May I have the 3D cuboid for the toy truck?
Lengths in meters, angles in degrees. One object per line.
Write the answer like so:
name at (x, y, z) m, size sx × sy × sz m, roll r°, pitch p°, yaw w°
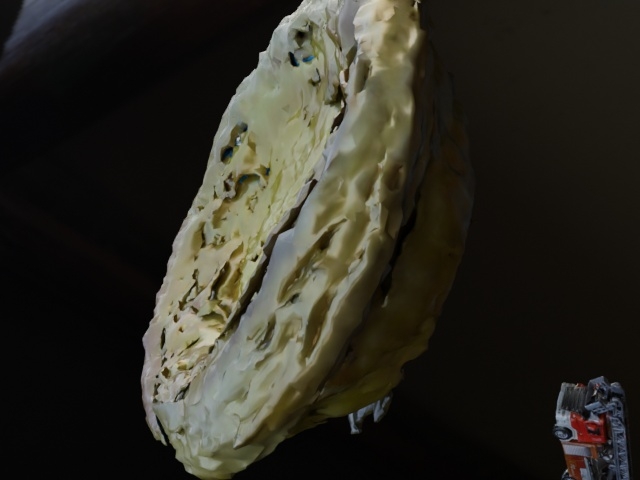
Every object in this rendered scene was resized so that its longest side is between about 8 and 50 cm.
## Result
toy truck at (0.117, 0.087, 0.446) m, size 0.024 × 0.032 × 0.083 m, roll -63°, pitch -35°, yaw -40°

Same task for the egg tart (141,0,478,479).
egg tart at (0.000, 0.000, 0.518) m, size 0.107 × 0.290 × 0.290 m, roll 23°, pitch -137°, yaw -16°
